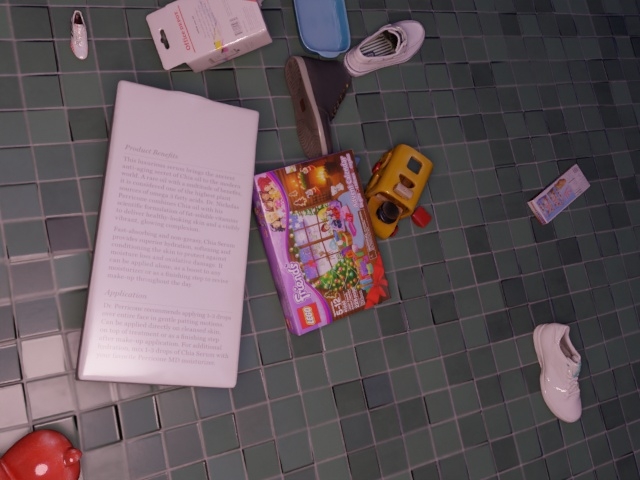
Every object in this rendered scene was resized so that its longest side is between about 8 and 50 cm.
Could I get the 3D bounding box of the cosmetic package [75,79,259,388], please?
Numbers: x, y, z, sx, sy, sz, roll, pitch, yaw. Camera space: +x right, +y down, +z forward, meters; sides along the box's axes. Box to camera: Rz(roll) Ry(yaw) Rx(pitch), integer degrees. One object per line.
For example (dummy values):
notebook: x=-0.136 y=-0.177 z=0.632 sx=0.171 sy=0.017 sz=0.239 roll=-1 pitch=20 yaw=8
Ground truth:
cosmetic package: x=-0.244 y=0.001 z=1.017 sx=0.230 sy=0.161 sz=0.453 roll=9 pitch=75 yaw=-21

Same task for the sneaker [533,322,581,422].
sneaker: x=0.513 y=0.278 z=1.323 sx=0.080 sy=0.094 sz=0.212 roll=-12 pitch=84 yaw=-27

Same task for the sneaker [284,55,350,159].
sneaker: x=0.015 y=-0.256 z=1.231 sx=0.118 sy=0.083 sz=0.222 roll=-10 pitch=86 yaw=-30

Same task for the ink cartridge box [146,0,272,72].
ink cartridge box: x=-0.201 y=-0.385 z=1.148 sx=0.198 sy=0.067 sz=0.115 roll=-20 pitch=86 yaw=4

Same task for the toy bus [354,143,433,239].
toy bus: x=0.142 y=-0.088 z=1.237 sx=0.191 sy=0.104 sz=0.202 roll=-15 pitch=85 yaw=-25

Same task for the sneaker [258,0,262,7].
sneaker: x=-0.140 y=-0.434 z=1.226 sx=0.058 sy=0.052 sz=0.135 roll=44 pitch=74 yaw=-17

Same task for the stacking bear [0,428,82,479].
stacking bear: x=-0.465 y=0.367 z=0.852 sx=0.289 sy=0.175 sz=0.164 roll=-28 pitch=98 yaw=-35

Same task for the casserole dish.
casserole dish: x=-0.003 y=-0.455 z=1.292 sx=0.114 sy=0.037 sz=0.188 roll=-6 pitch=82 yaw=-25

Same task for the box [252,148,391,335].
box: x=0.000 y=0.000 z=1.149 sx=0.201 sy=0.057 sz=0.293 roll=-19 pitch=98 yaw=-23

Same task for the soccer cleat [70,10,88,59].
soccer cleat: x=-0.417 y=-0.355 z=1.090 sx=0.029 sy=0.035 sz=0.083 roll=-4 pitch=80 yaw=-24

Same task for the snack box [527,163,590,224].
snack box: x=0.555 y=-0.108 z=1.466 sx=0.178 sy=0.022 sz=0.064 roll=-35 pitch=94 yaw=-26

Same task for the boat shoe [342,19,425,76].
boat shoe: x=0.150 y=-0.409 z=1.326 sx=0.226 sy=0.076 sz=0.083 roll=-38 pitch=95 yaw=-26
